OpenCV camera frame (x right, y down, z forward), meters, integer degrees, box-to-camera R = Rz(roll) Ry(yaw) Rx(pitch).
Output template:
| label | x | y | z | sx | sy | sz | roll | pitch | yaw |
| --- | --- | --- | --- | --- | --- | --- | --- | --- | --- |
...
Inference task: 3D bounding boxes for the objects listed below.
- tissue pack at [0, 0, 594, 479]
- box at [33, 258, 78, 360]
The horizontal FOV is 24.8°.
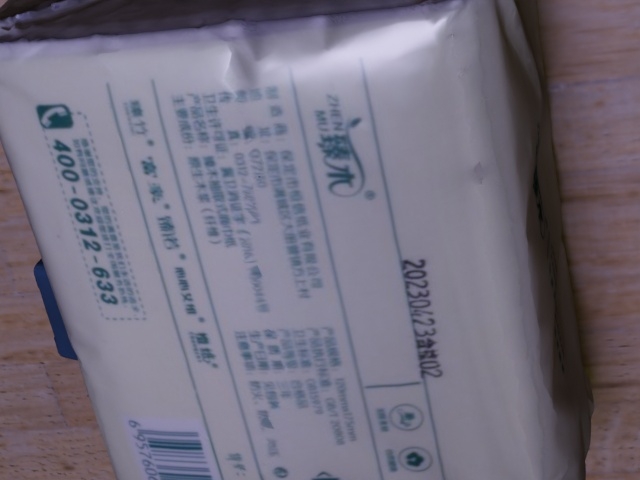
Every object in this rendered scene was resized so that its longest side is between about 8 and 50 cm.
| label | x | y | z | sx | sy | sz | roll | pitch | yaw |
| --- | --- | --- | --- | --- | --- | --- | --- | --- | --- |
| tissue pack | 0.000 | 0.000 | 0.871 | 0.297 | 0.207 | 0.380 | -1 | 122 | 15 |
| box | -0.157 | 0.039 | 1.020 | 0.054 | 0.074 | 0.099 | 7 | 125 | 26 |
